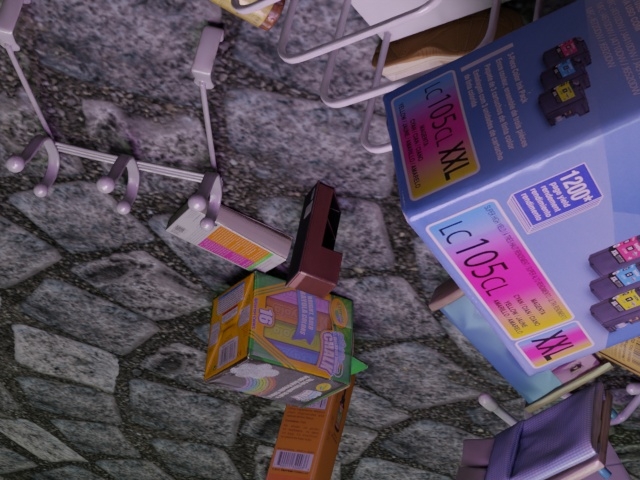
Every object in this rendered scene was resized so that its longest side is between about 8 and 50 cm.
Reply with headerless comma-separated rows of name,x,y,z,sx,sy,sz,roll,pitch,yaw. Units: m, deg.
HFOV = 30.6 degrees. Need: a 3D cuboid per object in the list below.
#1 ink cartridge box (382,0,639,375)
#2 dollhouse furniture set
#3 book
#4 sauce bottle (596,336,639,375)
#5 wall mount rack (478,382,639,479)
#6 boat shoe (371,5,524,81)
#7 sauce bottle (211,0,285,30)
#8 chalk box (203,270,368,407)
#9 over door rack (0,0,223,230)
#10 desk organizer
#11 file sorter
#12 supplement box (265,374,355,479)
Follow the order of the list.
ink cartridge box,0.284,-0.074,0.921,0.395,0.151,0.270,-25,137,17
dollhouse furniture set,0.246,0.148,1.329,0.198,0.303,0.286,45,124,-11
book,-0.123,-0.004,1.547,0.144,0.035,0.096,27,150,-18
sauce bottle,0.268,0.044,1.282,0.344,0.111,0.111,29,158,31
wall mount rack,0.356,0.311,1.562,0.304,0.350,0.130,-3,138,-28
boat shoe,0.132,-0.182,1.137,0.170,0.063,0.059,-3,148,42
sauce bottle,-0.097,-0.250,1.136,0.128,0.042,0.042,27,146,-21
chalk box,-0.036,0.146,1.640,0.213,0.132,0.132,18,149,-28
over door rack,-0.236,-0.124,1.332,0.239,0.108,0.324,12,148,3
desk organizer,0.000,0.000,1.408,0.050,0.130,0.047,20,148,-14
file sorter,0.043,-0.232,0.983,0.192,0.173,0.277,-14,138,37
supplement box,-0.013,0.284,1.764,0.080,0.233,0.078,5,148,21
